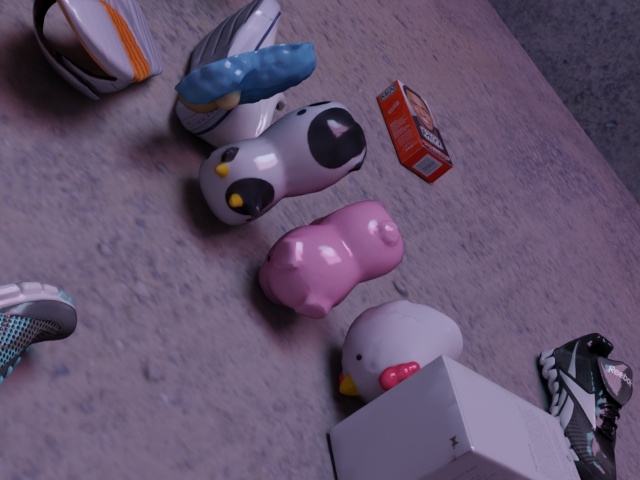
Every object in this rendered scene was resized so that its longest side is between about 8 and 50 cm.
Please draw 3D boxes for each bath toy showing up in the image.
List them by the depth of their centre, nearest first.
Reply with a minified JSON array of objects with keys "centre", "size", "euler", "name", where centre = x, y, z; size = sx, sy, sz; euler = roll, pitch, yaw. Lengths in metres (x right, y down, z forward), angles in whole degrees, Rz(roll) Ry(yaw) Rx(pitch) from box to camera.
[{"centre":[0.000,0.000,0.900],"size":[0.348,0.151,0.129],"euler":[62,14,-4],"name":"bath toy"}]

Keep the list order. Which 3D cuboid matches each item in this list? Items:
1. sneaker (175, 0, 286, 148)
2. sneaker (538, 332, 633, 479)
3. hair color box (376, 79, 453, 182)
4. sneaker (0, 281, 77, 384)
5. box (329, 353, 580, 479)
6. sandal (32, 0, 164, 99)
[{"centre":[-0.080,-0.165,1.062],"size":[0.091,0.094,0.258],"euler":[51,32,-26],"name":"sneaker"},{"centre":[0.332,0.194,1.251],"size":[0.078,0.106,0.234],"euler":[39,27,-24],"name":"sneaker"},{"centre":[0.131,-0.154,1.448],"size":[0.072,0.043,0.141],"euler":[28,33,-40],"name":"hair color box"},{"centre":[-0.200,0.067,0.576],"size":[0.166,0.065,0.076],"euler":[-4,76,-58],"name":"sneaker"},{"centre":[0.114,0.188,0.852],"size":[0.170,0.130,0.091],"euler":[32,32,-38],"name":"box"},{"centre":[-0.193,-0.165,0.879],"size":[0.265,0.076,0.102],"euler":[-61,127,-86],"name":"sandal"}]
